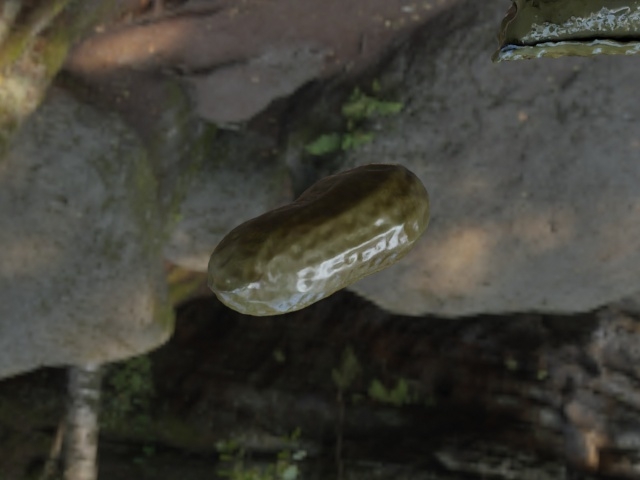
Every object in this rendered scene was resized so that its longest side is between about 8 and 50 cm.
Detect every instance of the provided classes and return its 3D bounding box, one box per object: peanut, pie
[{"bbox_3d":[0.000,0.000,1.093,0.226,0.095,0.108,-28,-161,-28],"label":"peanut"},{"bbox_3d":[0.227,-0.139,0.622,0.282,0.068,0.128,-4,-158,17],"label":"pie"}]
